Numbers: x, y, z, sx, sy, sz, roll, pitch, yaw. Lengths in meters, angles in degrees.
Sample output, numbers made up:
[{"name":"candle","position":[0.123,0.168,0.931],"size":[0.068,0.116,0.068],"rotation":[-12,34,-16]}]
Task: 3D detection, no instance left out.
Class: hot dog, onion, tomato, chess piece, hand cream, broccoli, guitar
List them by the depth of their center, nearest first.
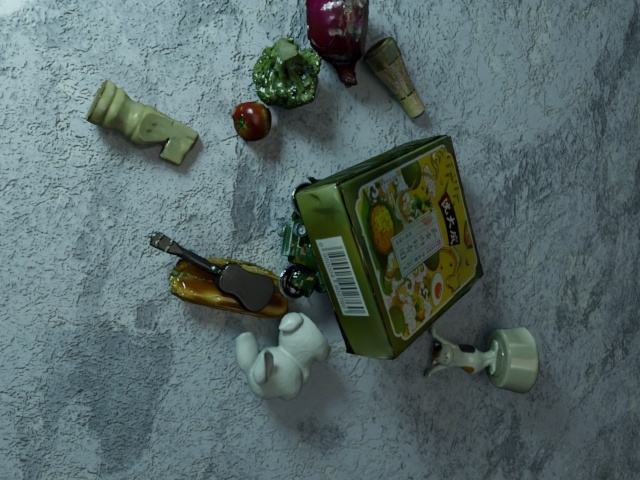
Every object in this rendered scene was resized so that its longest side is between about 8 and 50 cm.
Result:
[{"name":"chess piece","position":[-0.344,-0.226,0.932],"size":[0.201,0.090,0.090],"rotation":[26,85,-33]},{"name":"guitar","position":[-0.218,0.057,0.952],"size":[0.271,0.038,0.083],"rotation":[32,74,-18]},{"name":"broccoli","position":[-0.073,-0.357,0.999],"size":[0.146,0.138,0.161],"rotation":[6,68,-2]},{"name":"tomato","position":[-0.142,-0.254,1.005],"size":[0.075,0.087,0.087],"rotation":[-27,105,-45]},{"name":"hot dog","position":[-0.189,0.097,1.018],"size":[0.269,0.072,0.114],"rotation":[18,88,-21]},{"name":"onion","position":[0.039,-0.442,1.027],"size":[0.140,0.195,0.217],"rotation":[0,125,2]},{"name":"hand cream","position":[0.189,-0.381,1.133],"size":[0.084,0.084,0.203],"rotation":[-46,114,-12]}]

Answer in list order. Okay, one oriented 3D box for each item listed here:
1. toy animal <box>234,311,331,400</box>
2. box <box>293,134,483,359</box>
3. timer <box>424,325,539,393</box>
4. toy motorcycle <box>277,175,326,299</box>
[{"name":"toy animal","position":[-0.079,0.248,1.032],"size":[0.193,0.128,0.178],"rotation":[-32,131,-24]},{"name":"box","position":[0.176,-0.003,1.050],"size":[0.420,0.138,0.372],"rotation":[-29,106,-39]},{"name":"timer","position":[0.415,0.311,1.262],"size":[0.266,0.175,0.175],"rotation":[5,93,-4]},{"name":"toy motorcycle","position":[0.000,0.000,1.059],"size":[0.187,0.125,0.274],"rotation":[9,86,-34]}]
